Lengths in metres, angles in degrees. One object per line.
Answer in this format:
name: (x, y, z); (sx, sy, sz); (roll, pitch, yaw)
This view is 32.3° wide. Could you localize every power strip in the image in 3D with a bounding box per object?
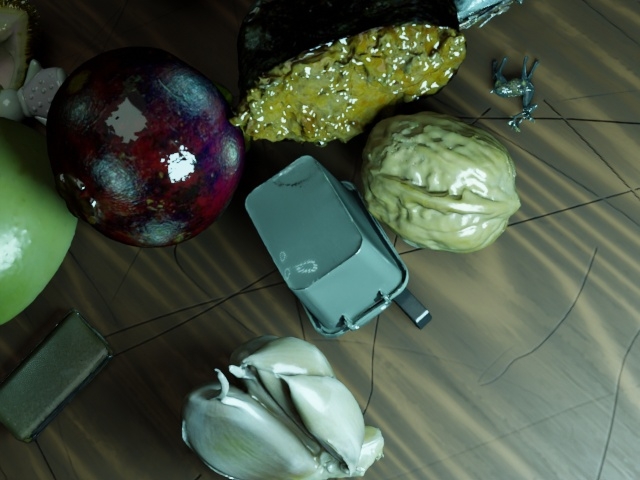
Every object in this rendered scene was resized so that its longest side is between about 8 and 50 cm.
power strip: (0.117, 0.079, 1.608); (0.029, 0.038, 0.111); (-41, 66, -3)

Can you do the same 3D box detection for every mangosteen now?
mangosteen: (-0.239, -0.160, 1.665); (0.306, 0.306, 0.359); (33, 60, 24)

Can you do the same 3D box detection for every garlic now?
garlic: (-0.063, 0.239, 1.499); (0.210, 0.292, 0.237); (-51, 26, -13)

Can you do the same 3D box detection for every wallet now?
wallet: (-0.420, 0.210, 1.716); (0.198, 0.031, 0.110); (-46, 66, -4)

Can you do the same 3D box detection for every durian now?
durian: (-0.587, -0.331, 1.910); (0.249, 0.183, 0.138); (-21, 35, 5)

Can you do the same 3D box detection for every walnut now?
walnut: (0.168, -0.082, 1.572); (0.245, 0.198, 0.198); (18, 77, 24)

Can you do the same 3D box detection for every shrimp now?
shrimp: (0.244, -0.375, 1.720); (0.232, 0.079, 0.090); (-33, 61, 7)

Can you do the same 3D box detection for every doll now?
doll: (-0.479, -0.237, 1.861); (0.207, 0.081, 0.129); (-15, 105, 1)

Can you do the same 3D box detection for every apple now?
apple: (-0.580, -0.022, 1.775); (0.320, 0.311, 0.360); (-38, 39, 45)

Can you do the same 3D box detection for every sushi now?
sushi: (0.048, -0.251, 1.622); (0.348, 0.234, 0.208); (-17, 50, 15)

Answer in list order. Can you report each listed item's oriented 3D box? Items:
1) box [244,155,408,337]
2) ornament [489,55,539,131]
box: (0.000, 0.000, 1.592); (0.163, 0.135, 0.243); (-34, 53, 8)
ornament: (0.293, -0.220, 1.673); (0.073, 0.028, 0.125); (0, 69, 15)
